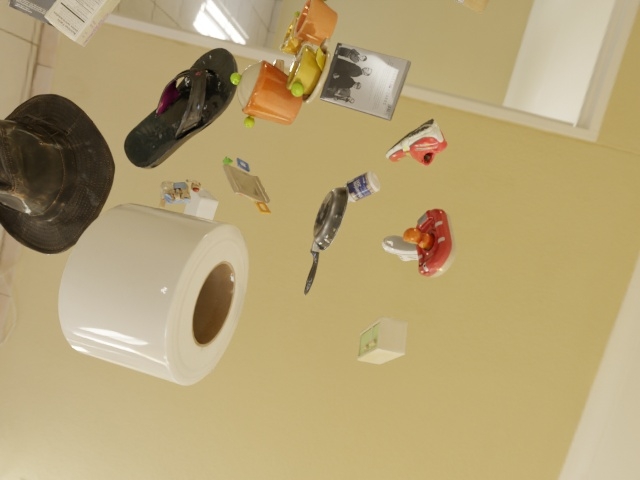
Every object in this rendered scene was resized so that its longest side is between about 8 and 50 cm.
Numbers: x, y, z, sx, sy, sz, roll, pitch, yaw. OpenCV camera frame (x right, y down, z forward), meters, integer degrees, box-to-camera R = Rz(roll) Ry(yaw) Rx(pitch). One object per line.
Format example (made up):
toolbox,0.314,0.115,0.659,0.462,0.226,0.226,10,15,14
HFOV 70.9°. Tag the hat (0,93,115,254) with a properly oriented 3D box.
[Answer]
hat,-0.563,-0.138,0.845,0.134,0.331,0.331,13,93,-74

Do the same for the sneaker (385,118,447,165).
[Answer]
sneaker,0.307,-0.287,1.451,0.107,0.118,0.279,-40,-173,-15

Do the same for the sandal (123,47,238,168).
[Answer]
sandal,-0.413,-0.384,1.323,0.446,0.167,0.107,-44,172,7

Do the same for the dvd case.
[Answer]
dvd case,0.133,-0.485,1.371,0.179,0.238,0.029,-71,164,9

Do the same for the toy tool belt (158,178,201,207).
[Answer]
toy tool belt,-0.285,-0.090,0.913,0.052,0.083,0.051,92,-6,-68

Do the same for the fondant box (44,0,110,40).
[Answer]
fondant box,-0.653,-0.741,1.331,0.330,0.096,0.238,-50,-152,1

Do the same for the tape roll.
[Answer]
tape roll,-0.234,0.076,0.684,0.246,0.169,0.246,11,90,-77

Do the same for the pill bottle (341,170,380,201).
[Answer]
pill bottle,0.113,-0.156,1.351,0.067,0.120,0.067,41,36,-40

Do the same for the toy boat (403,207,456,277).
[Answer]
toy boat,0.330,0.002,1.423,0.151,0.151,0.231,127,-30,-49

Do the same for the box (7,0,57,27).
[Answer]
box,-0.873,-0.924,1.490,0.294,0.182,0.296,-43,-138,39

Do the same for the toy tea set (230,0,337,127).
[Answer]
toy tea set,-0.060,-0.357,0.775,0.200,0.124,0.336,-35,-138,56

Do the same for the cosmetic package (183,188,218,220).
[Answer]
cosmetic package,-0.503,-0.086,1.835,0.085,0.117,0.231,9,113,-42

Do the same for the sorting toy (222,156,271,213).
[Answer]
sorting toy,-0.325,-0.233,1.945,0.047,0.348,0.196,-45,146,24

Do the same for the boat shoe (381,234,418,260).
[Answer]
boat shoe,0.346,0.044,1.776,0.095,0.258,0.084,-110,-144,-45

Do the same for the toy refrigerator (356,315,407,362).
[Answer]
toy refrigerator,0.189,0.325,1.442,0.269,0.094,0.102,115,-14,-67

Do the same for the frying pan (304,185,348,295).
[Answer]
frying pan,0.001,-0.019,1.318,0.197,0.053,0.326,-90,-155,-55

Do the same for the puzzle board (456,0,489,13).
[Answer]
puzzle board,0.375,-0.623,1.095,0.096,0.128,0.011,-65,-143,30
